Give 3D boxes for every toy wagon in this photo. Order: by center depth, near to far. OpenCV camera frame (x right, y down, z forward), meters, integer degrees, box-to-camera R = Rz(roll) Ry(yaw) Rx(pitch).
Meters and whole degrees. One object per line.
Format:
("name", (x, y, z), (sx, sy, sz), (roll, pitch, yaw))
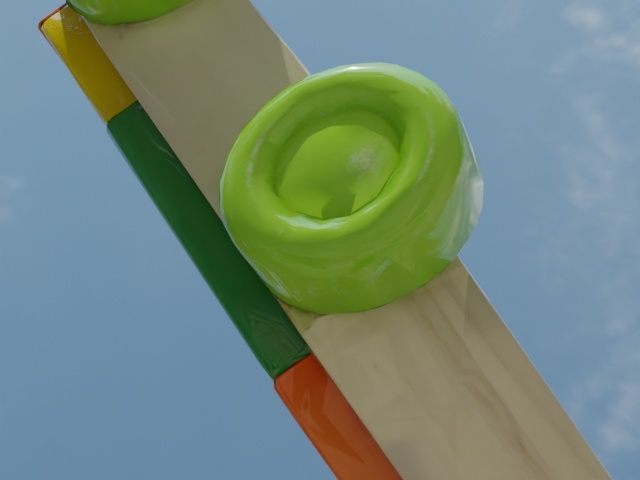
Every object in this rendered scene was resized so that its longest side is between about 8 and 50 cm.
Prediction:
("toy wagon", (0.000, 0.000, 0.534), (0.068, 0.267, 0.344), (-35, -131, -3))
